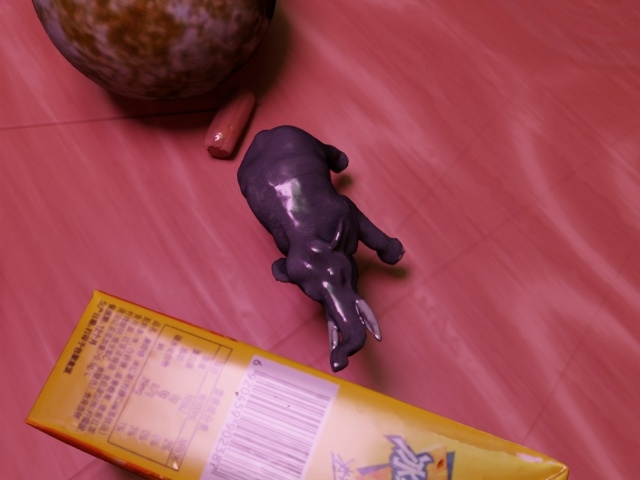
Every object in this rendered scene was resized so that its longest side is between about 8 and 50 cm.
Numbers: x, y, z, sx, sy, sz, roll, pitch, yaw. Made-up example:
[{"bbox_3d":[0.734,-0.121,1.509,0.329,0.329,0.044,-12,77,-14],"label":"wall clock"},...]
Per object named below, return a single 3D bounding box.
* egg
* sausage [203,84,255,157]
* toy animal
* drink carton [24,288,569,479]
[{"bbox_3d":[-0.158,-0.275,0.699,0.238,0.238,0.290,3,50,6],"label":"egg"},{"bbox_3d":[-0.095,-0.125,0.732,0.034,0.034,0.083,15,65,12],"label":"sausage"},{"bbox_3d":[0.007,0.005,0.593,0.082,0.137,0.270,-37,53,21],"label":"toy animal"},{"bbox_3d":[-0.016,0.159,0.519,0.351,0.154,0.111,17,69,13],"label":"drink carton"}]
